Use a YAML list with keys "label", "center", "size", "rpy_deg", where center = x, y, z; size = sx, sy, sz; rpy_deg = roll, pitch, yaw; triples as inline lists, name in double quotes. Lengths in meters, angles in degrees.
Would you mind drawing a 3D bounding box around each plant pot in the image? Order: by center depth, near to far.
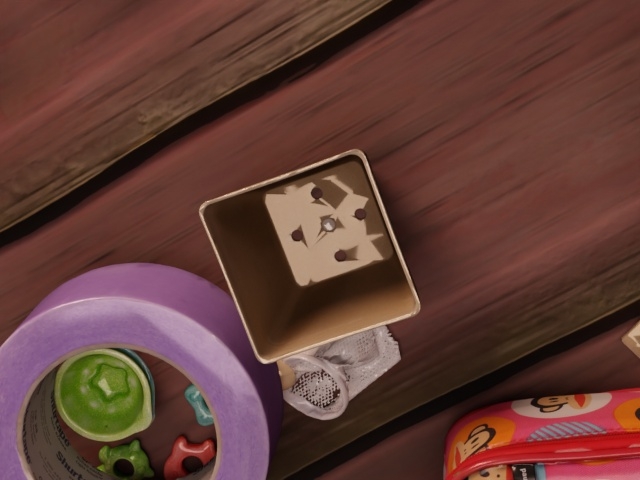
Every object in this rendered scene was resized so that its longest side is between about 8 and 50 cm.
- label: "plant pot"
  center: [0.000, 0.000, 0.977]
  size: [0.109, 0.096, 0.109]
  rpy_deg: [-19, 101, 12]

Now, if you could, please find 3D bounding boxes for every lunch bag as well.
- label: "lunch bag"
  center: [0.215, 0.242, 1.000]
  size: [0.258, 0.120, 0.293]
  rpy_deg: [-7, 107, 7]

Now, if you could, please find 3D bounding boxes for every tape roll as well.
- label: "tape roll"
  center: [-0.121, 0.114, 0.983]
  size: [0.189, 0.080, 0.189]
  rpy_deg: [1, 104, 4]

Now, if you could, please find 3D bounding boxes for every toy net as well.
- label: "toy net"
  center: [-0.059, 0.111, 1.038]
  size: [0.232, 0.045, 0.122]
  rpy_deg: [-10, 102, 10]

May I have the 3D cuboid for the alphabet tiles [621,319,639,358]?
- label: "alphabet tiles"
  center: [0.323, 0.076, 0.999]
  size: [0.198, 0.009, 0.237]
  rpy_deg: [42, 105, -4]
